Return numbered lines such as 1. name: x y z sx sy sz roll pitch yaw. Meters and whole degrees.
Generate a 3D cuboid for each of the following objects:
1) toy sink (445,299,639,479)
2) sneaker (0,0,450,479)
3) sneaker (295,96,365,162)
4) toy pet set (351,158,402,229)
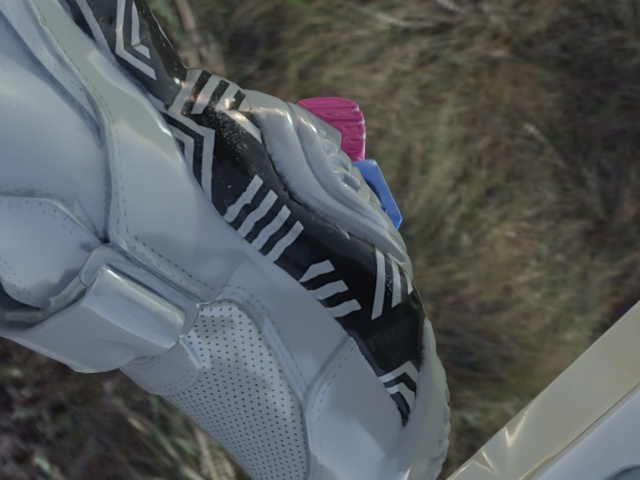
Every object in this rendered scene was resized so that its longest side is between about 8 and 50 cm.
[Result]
1. toy sink: 0.123 0.098 0.424 0.131 0.234 0.153 -45 72 13
2. sneaker: -0.122 -0.007 0.484 0.210 0.137 0.366 -42 108 -25
3. sneaker: 0.014 -0.018 1.543 0.103 0.111 0.252 -1 56 2
4. toy pet set: 0.000 0.000 0.924 0.122 0.114 0.065 26 59 4
